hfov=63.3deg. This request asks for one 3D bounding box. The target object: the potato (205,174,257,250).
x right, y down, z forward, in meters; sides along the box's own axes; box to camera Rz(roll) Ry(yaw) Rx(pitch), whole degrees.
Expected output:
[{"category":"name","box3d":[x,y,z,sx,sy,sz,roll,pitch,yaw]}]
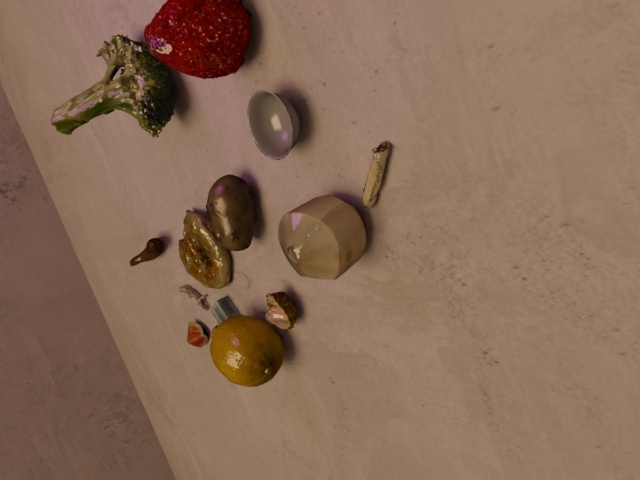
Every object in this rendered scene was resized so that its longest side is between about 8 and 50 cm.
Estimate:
[{"category":"potato","box3d":[-0.291,-0.089,1.701,0.165,0.165,0.262,17,121,43]}]

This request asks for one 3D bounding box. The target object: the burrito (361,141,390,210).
[{"category":"burrito","box3d":[0.134,-0.155,1.270,0.045,0.041,0.185,56,147,37]}]

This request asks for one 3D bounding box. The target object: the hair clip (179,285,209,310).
[{"category":"hair clip","box3d":[-0.564,0.233,2.296,0.226,0.034,0.072,26,126,39]}]

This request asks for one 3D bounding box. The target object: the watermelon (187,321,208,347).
[{"category":"watermelon","box3d":[-0.570,0.451,2.384,0.125,0.094,0.135,19,128,34]}]

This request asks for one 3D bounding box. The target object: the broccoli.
[{"category":"broccoli","box3d":[-0.669,-0.461,1.738,0.353,0.397,0.275,22,152,34]}]

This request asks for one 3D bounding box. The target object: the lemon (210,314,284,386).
[{"category":"lemon","box3d":[-0.271,0.396,1.889,0.320,0.245,0.245,26,130,41]}]

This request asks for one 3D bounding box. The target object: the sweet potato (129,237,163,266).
[{"category":"sweet potato","box3d":[-0.778,0.044,2.365,0.346,0.108,0.079,-30,80,50]}]

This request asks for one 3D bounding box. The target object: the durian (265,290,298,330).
[{"category":"durian","box3d":[-0.134,0.245,1.787,0.140,0.078,0.224,42,150,6]}]

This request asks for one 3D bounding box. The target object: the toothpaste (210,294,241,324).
[{"category":"toothpaste","box3d":[-0.323,0.371,2.080,0.313,0.071,0.089,54,137,11]}]

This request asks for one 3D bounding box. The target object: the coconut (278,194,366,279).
[{"category":"coconut","box3d":[-0.003,-0.001,1.368,0.241,0.241,0.241,26,130,37]}]

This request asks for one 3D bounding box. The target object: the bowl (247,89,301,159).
[{"category":"bowl","box3d":[-0.108,-0.319,1.409,0.189,0.086,0.189,28,131,38]}]

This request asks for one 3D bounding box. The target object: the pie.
[{"category":"pie","box3d":[-0.458,0.045,2.030,0.337,0.075,0.337,26,129,37]}]

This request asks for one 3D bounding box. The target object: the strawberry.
[{"category":"strawberry","box3d":[-0.333,-0.547,1.381,0.257,0.277,0.257,31,135,37]}]
